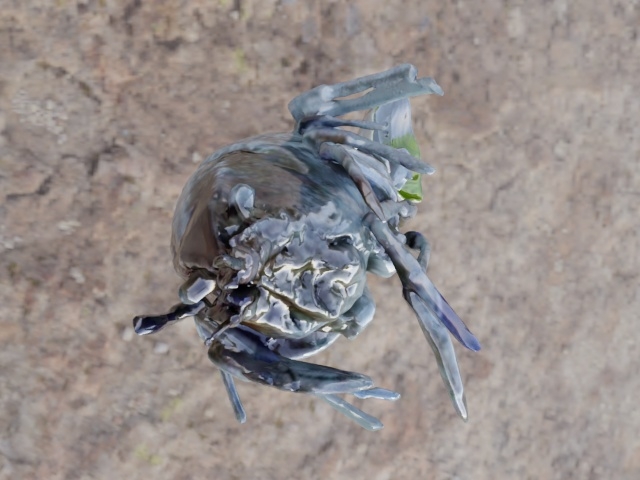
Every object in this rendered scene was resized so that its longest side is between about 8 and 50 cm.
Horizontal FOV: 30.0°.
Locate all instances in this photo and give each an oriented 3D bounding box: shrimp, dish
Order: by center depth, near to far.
[{"bbox_3d":[-0.004,-0.001,0.664,0.166,0.410,0.221,20,101,-10],"label":"shrimp"},{"bbox_3d":[0.057,-0.095,1.133,0.091,0.039,0.137,37,43,-46],"label":"dish"}]
